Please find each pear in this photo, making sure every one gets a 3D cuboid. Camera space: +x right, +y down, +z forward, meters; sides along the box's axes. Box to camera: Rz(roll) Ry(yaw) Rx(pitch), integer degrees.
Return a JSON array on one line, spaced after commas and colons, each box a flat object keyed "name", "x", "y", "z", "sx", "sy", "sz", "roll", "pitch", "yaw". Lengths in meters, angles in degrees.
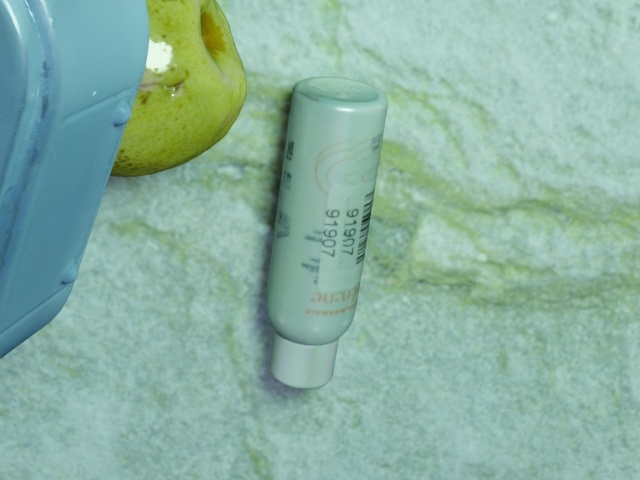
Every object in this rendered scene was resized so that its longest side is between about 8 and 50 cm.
[{"name": "pear", "x": -0.148, "y": -0.129, "z": 1.132, "sx": 0.178, "sy": 0.178, "sz": 0.178, "roll": -4, "pitch": 115, "yaw": -8}]

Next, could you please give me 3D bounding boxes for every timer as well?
[{"name": "timer", "x": -0.320, "y": -0.113, "z": 1.046, "sx": 0.395, "sy": 0.173, "sz": 0.395, "roll": 11, "pitch": 116, "yaw": 23}]

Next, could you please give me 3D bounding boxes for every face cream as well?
[{"name": "face cream", "x": 0.000, "y": 0.000, "z": 1.251, "sx": 0.082, "sy": 0.082, "sz": 0.269, "roll": 2, "pitch": 114, "yaw": -11}]
